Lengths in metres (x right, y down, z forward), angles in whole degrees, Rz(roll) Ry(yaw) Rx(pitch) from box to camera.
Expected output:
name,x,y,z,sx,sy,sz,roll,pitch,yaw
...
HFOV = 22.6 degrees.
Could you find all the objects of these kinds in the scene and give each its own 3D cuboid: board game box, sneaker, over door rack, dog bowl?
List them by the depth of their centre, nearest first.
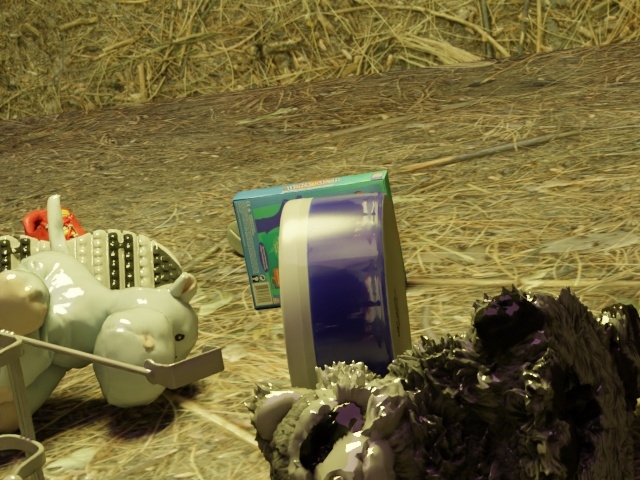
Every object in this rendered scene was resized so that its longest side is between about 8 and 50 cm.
name,x,y,z,sx,sy,sz,roll,pitch,yaw
over door rack,-0.212,0.207,1.426,0.324,0.240,0.108,2,18,40
dog bowl,0.031,0.084,1.648,0.104,0.265,0.265,-7,16,7
board game box,0.000,0.000,2.161,0.210,0.160,0.047,-7,16,11
sneaker,-0.345,0.053,2.323,0.292,0.110,0.118,2,-29,-2
sneaker,-0.075,-0.003,2.438,0.152,0.054,0.061,8,15,35
sneaker,-0.399,0.007,2.484,0.107,0.118,0.279,-21,18,-30

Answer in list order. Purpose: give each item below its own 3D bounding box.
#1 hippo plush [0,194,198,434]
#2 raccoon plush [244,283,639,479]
name,x,y,z,sx,sy,sz,roll,pitch,yaw
hippo plush,-0.273,0.129,1.918,0.236,0.234,0.294,16,24,2
raccoon plush,0.142,0.187,1.504,0.299,0.216,0.446,-17,-15,27
